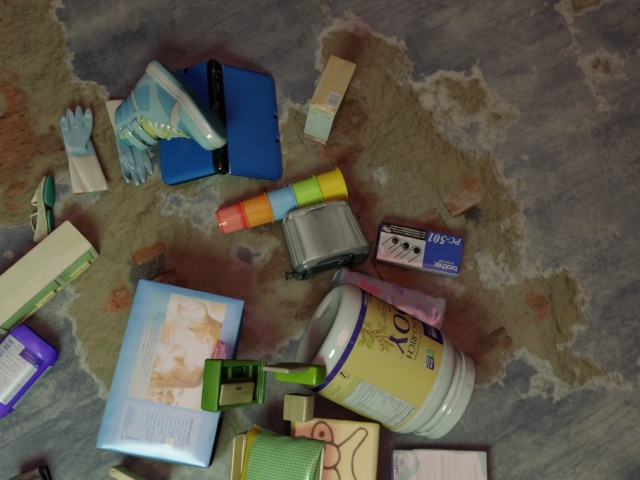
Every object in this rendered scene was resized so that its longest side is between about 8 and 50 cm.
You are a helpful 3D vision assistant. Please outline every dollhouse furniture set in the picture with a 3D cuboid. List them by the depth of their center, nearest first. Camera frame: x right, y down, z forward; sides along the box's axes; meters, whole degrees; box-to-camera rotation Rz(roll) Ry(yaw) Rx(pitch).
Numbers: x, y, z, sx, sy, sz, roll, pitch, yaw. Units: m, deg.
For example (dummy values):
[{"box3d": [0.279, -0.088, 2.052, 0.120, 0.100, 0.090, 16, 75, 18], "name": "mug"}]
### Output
[{"box3d": [-0.109, 0.382, 1.353, 0.197, 0.151, 0.302, 0, 84, 31], "name": "dollhouse furniture set"}]

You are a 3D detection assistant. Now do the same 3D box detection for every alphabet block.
[{"box3d": [0.014, 0.482, 1.517, 0.192, 0.193, 0.197, 8, 74, -7], "name": "alphabet block"}]

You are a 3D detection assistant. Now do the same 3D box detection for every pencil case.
[{"box3d": [0.156, 0.148, 1.669, 0.273, 0.113, 0.124, 16, 56, -3], "name": "pencil case"}]

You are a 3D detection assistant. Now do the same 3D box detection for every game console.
[{"box3d": [-0.252, -0.278, 1.779, 0.250, 0.173, 0.293, -12, 74, 22], "name": "game console"}]

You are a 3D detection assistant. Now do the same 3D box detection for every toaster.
[{"box3d": [0.000, 0.000, 1.684, 0.226, 0.129, 0.147, -16, 73, -9], "name": "toaster"}]

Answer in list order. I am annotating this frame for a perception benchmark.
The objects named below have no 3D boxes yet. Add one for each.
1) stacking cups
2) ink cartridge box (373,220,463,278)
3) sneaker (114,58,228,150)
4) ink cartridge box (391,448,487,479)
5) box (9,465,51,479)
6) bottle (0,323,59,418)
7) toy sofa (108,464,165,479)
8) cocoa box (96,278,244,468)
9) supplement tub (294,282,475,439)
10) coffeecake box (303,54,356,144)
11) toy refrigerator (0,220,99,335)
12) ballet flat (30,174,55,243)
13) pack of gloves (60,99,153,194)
[{"box3d": [-0.097, -0.093, 1.722, 0.316, 0.096, 0.096, -15, 77, -7], "name": "stacking cups"}, {"box3d": [0.239, 0.023, 1.748, 0.207, 0.046, 0.097, 12, 75, -4], "name": "ink cartridge box"}, {"box3d": [-0.358, -0.259, 1.660, 0.208, 0.127, 0.319, -46, 55, 6], "name": "sneaker"}, {"box3d": [0.263, 0.581, 1.597, 0.223, 0.045, 0.224, 4, 74, -5], "name": "ink cartridge box"}, {"box3d": [-0.601, 0.506, 1.488, 0.062, 0.083, 0.052, -19, 78, -12], "name": "box"}, {"box3d": [-0.693, 0.316, 1.524, 0.118, 0.092, 0.283, 37, 74, 4], "name": "bottle"}, {"box3d": [-0.421, 0.652, 1.437, 0.177, 0.150, 0.363, 27, 73, 2], "name": "toy sofa"}, {"box3d": [-0.305, 0.286, 1.512, 0.231, 0.228, 0.347, 12, 74, -4], "name": "cocoa box"}, {"box3d": [0.136, 0.263, 1.529, 0.331, 0.241, 0.241, 28, 73, -12], "name": "supplement tub"}, {"box3d": [0.019, -0.339, 1.747, 0.068, 0.185, 0.142, 22, 74, -1], "name": "coffeecake box"}, {"box3d": [-0.628, 0.088, 1.592, 0.094, 0.102, 0.269, 44, 73, 6], "name": "toy refrigerator"}, {"box3d": [-0.649, -0.074, 1.659, 0.052, 0.057, 0.168, -7, 75, 1], "name": "ballet flat"}, {"box3d": [-0.518, -0.224, 1.732, 0.195, 0.046, 0.232, -9, 75, -24], "name": "pack of gloves"}]
